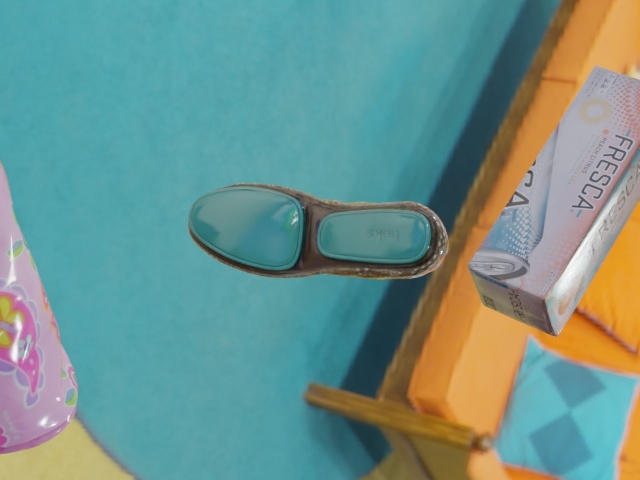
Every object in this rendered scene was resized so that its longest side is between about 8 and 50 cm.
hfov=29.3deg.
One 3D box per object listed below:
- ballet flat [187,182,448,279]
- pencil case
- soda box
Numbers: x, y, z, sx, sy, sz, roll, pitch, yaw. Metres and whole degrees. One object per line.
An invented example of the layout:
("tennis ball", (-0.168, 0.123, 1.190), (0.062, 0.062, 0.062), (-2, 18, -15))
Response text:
("ballet flat", (0.000, 0.000, 0.920), (0.067, 0.206, 0.073), (28, 73, -65))
("pencil case", (-0.264, 0.022, 0.873), (0.124, 0.124, 0.284), (-47, 135, -42))
("soda box", (0.176, -0.029, 0.839), (0.183, 0.063, 0.058), (-55, 148, -18))
